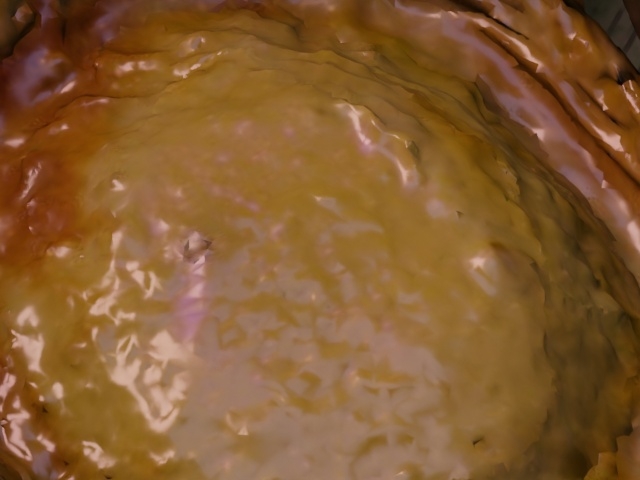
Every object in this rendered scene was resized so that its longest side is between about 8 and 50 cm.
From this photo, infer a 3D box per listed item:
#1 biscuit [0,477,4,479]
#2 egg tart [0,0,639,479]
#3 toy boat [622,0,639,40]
[{"bbox_3d":[-0.169,0.100,0.785,0.260,0.041,0.203,-17,116,22],"label":"biscuit"},{"bbox_3d":[0.000,0.000,0.632,0.294,0.123,0.294,5,122,8],"label":"egg tart"},{"bbox_3d":[0.225,-0.032,0.550,0.321,0.121,0.089,31,148,-4],"label":"toy boat"}]
